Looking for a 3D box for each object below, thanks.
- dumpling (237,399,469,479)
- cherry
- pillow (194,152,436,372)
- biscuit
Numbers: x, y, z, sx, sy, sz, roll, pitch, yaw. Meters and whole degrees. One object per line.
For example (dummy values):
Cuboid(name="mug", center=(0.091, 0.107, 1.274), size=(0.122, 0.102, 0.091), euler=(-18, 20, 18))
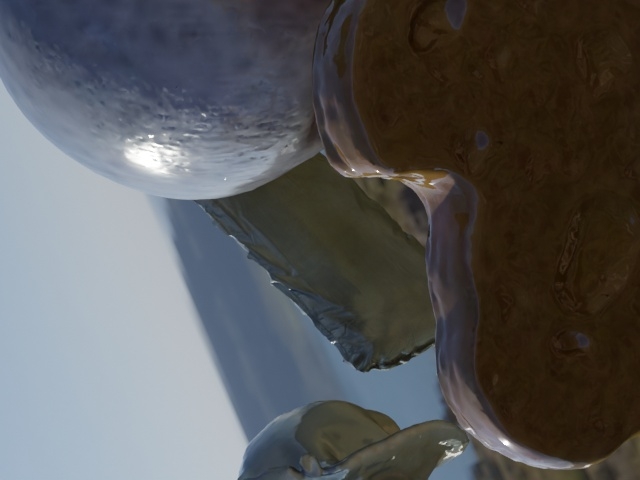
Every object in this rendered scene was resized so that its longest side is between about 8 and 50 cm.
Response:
Cuboid(name="dumpling", center=(0.022, 0.149, 1.123), size=(0.111, 0.155, 0.181), euler=(65, -164, -13))
Cuboid(name="cherry", center=(-0.076, -0.168, 1.140), size=(0.326, 0.291, 0.335), euler=(-112, 32, -51))
Cuboid(name="pillow", center=(0.000, 0.000, 1.293), size=(0.229, 0.128, 0.051), euler=(44, 133, 18))
Cuboid(name="biscuit", center=(0.151, -0.069, 0.867), size=(0.312, 0.351, 0.057), euler=(47, 160, -11))
